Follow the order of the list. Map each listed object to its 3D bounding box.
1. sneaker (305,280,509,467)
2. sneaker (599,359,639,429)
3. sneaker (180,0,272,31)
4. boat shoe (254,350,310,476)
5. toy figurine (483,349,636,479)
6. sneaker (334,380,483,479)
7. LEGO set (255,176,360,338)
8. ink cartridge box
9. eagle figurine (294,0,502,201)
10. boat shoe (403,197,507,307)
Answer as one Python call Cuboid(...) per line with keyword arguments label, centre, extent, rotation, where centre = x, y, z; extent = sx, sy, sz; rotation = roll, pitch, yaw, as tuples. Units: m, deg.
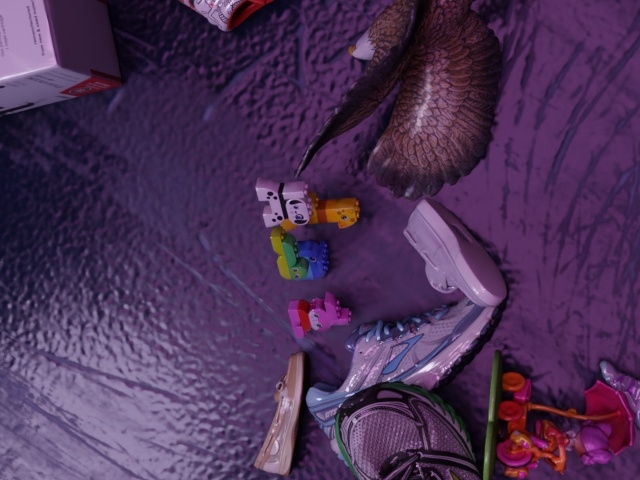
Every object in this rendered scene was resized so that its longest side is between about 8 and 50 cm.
Cuboid(label="sneaker", centre=(0.094, 0.129, 1.383), extent=(0.283, 0.110, 0.122), rotation=(-45, 78, 9))
Cuboid(label="sneaker", centre=(0.366, 0.162, 1.361), extent=(0.069, 0.038, 0.098), rotation=(-37, 93, 9))
Cuboid(label="sneaker", centre=(-0.070, -0.376, 1.420), extent=(0.145, 0.090, 0.270), rotation=(43, 103, 7))
Cuboid(label="boat shoe", centre=(-0.045, 0.205, 1.442), extent=(0.048, 0.056, 0.153), rotation=(11, 101, 8))
Cuboid(label="toy figurine", centre=(0.264, 0.204, 1.316), extent=(0.159, 0.173, 0.130), rotation=(4, 125, 11))
Cuboid(label="sneaker", centre=(0.135, 0.299, 1.301), extent=(0.134, 0.146, 0.344), rotation=(-33, 103, 10))
Cuboid(label="LEGO set", centre=(0.000, 0.000, 1.379), extent=(0.093, 0.087, 0.227), rotation=(-4, 130, 12))
Cuboid(label="ink cartridge box", centre=(-0.405, -0.216, 1.439), extent=(0.272, 0.197, 0.114), rotation=(-11, 89, 13))
Cuboid(label="eagle figurine", centre=(0.094, -0.203, 1.341), extent=(0.226, 0.225, 0.298), rotation=(5, 81, -2))
Cuboid(label="boat shoe", centre=(0.144, 0.024, 1.354), extent=(0.063, 0.066, 0.184), rotation=(-54, 44, 19))
